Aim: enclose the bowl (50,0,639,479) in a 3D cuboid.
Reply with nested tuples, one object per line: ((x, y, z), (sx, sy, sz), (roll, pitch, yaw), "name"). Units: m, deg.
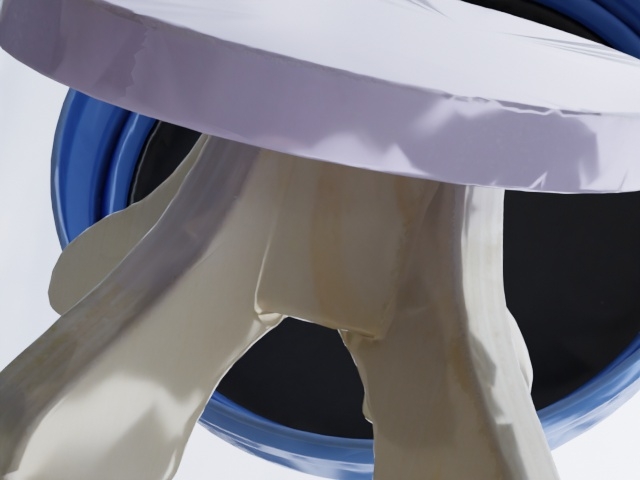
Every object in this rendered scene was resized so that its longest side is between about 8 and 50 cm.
((0.045, -0.041, 1.061), (0.077, 0.391, 0.391), (79, 9, -57), "bowl")

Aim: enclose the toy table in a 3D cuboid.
((0.000, 0.000, 0.631), (0.252, 0.274, 0.161), (36, -65, 50), "toy table")
